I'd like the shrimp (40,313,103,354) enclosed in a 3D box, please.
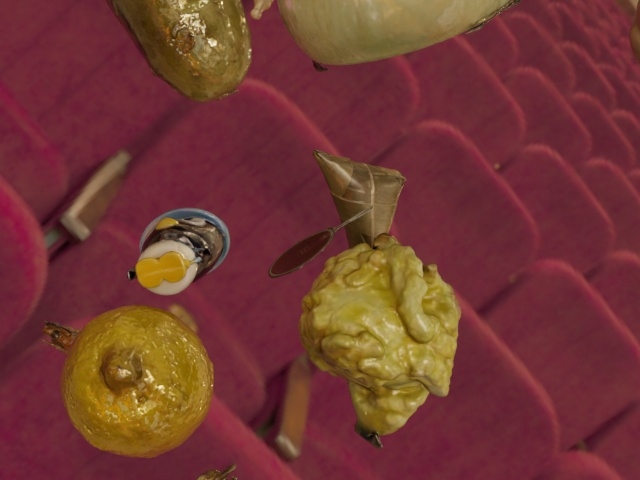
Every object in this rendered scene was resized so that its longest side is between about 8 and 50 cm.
[{"bbox_3d":[-0.385,0.183,2.109,0.249,0.068,0.150,13,34,-4],"label":"shrimp"}]

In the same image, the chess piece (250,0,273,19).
[{"bbox_3d":[-0.084,-0.378,1.778,0.035,0.035,0.092,42,59,-32],"label":"chess piece"}]

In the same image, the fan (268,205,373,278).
[{"bbox_3d":[0.000,0.000,1.230,0.005,0.133,0.085,56,2,-16],"label":"fan"}]

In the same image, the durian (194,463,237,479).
[{"bbox_3d":[-0.148,0.385,1.567,0.091,0.188,0.148,24,13,-6],"label":"durian"}]

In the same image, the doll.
[{"bbox_3d":[-0.264,0.016,2.162,0.314,0.177,0.141,-70,145,-77],"label":"doll"}]

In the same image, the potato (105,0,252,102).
[{"bbox_3d":[-0.249,-0.418,2.033,0.359,0.219,0.269,57,-13,21],"label":"potato"}]

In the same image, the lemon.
[{"bbox_3d":[-0.292,0.224,1.841,0.245,0.245,0.320,56,-6,8],"label":"lemon"}]

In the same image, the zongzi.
[{"bbox_3d":[0.044,-0.052,1.857,0.176,0.160,0.078,11,1,-37],"label":"zongzi"}]

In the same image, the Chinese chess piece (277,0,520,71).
[{"bbox_3d":[0.112,-0.363,1.580,0.349,0.349,0.146,-86,155,-64],"label":"Chinese chess piece"}]

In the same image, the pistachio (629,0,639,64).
[{"bbox_3d":[0.634,-0.301,1.771,0.332,0.207,0.226,23,3,-11],"label":"pistachio"}]

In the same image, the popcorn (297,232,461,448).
[{"bbox_3d":[0.098,0.134,1.776,0.293,0.237,0.293,45,-17,17],"label":"popcorn"}]
